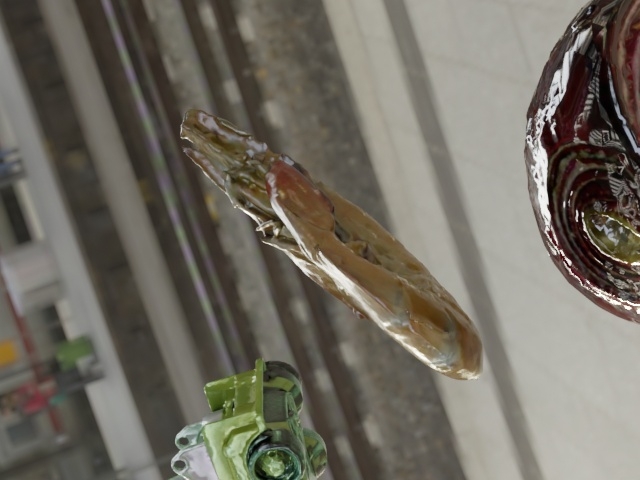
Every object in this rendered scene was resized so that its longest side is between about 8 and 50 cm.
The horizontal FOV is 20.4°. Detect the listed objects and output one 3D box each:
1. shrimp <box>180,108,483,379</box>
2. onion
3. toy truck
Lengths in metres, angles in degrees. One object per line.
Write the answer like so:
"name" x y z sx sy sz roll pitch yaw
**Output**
"shrimp" 0.000 0.000 1.228 0.287 0.063 0.152 39 -172 12
"onion" 0.232 -0.068 1.212 0.207 0.216 0.206 54 152 6
"toy truck" -0.047 0.238 1.473 0.128 0.135 0.259 -95 -16 -66
